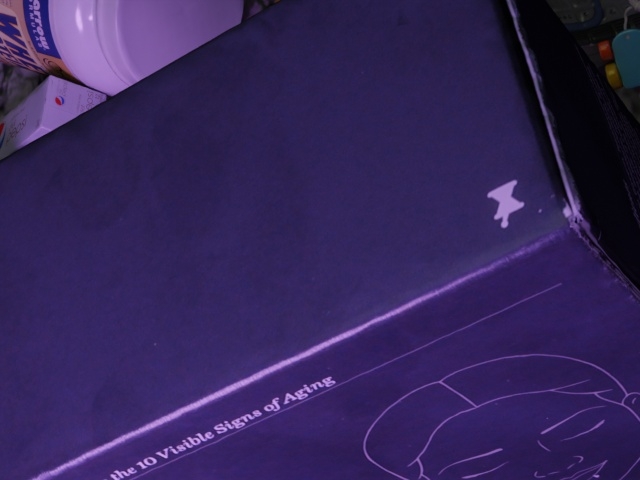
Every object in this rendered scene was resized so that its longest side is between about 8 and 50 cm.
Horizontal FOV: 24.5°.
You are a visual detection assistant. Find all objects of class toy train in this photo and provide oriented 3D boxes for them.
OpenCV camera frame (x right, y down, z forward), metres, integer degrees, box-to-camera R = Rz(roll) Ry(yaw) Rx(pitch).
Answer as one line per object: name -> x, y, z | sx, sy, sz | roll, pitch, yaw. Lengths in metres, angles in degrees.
toy train -> 0.338, -0.161, 1.344 | 0.166, 0.046, 0.125 | 35, 109, 7

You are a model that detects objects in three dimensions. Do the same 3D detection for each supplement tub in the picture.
supplement tub -> -0.266, -0.293, 1.713 | 0.316, 0.228, 0.228 | 19, 79, 39

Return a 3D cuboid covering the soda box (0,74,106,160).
soda box -> -0.330, -0.114, 1.714 | 0.216, 0.074, 0.069 | -27, 51, 52

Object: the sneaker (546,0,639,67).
sneaker -> 0.188, -0.177, 1.437 | 0.297, 0.129, 0.111 | -17, 55, 4

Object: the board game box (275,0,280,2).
board game box -> -0.002, -0.225, 1.571 | 0.039, 0.124, 0.259 | -37, 52, 13

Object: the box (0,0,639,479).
box -> 0.046, 0.068, 1.172 | 0.480, 0.472, 0.297 | -26, 56, 20
